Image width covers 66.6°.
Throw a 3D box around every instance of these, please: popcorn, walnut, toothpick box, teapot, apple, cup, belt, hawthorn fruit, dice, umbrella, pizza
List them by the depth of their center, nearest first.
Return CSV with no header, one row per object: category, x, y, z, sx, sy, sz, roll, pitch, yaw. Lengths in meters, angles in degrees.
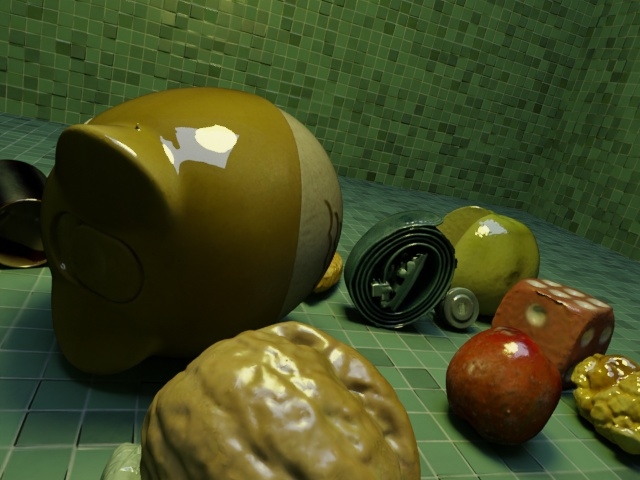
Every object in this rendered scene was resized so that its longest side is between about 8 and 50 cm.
walnut,-0.031,0.206,0.441,0.257,0.257,0.224,17,-21,10
umbrella,-0.187,0.249,0.452,0.067,0.062,0.143,-28,16,-8
hawthorn fruit,0.281,0.217,0.751,0.173,0.172,0.173,13,17,-4
toothpick box,-0.195,-0.030,0.758,0.409,0.408,0.425,20,23,20
popcorn,0.526,0.278,0.818,0.140,0.163,0.194,28,-21,-20
cup,-0.607,-0.023,0.930,0.177,0.239,0.166,36,-15,39
dice,0.475,0.184,1.004,0.174,0.179,0.175,2,23,-36
belt,0.171,0.053,1.032,0.206,0.267,0.116,35,12,-16
teapot,0.298,0.140,1.130,0.092,0.124,0.091,-23,4,-18
pizza,-0.084,0.048,1.188,0.288,0.075,0.280,17,13,18
apple,0.416,0.049,1.266,0.292,0.254,0.292,18,17,-5
